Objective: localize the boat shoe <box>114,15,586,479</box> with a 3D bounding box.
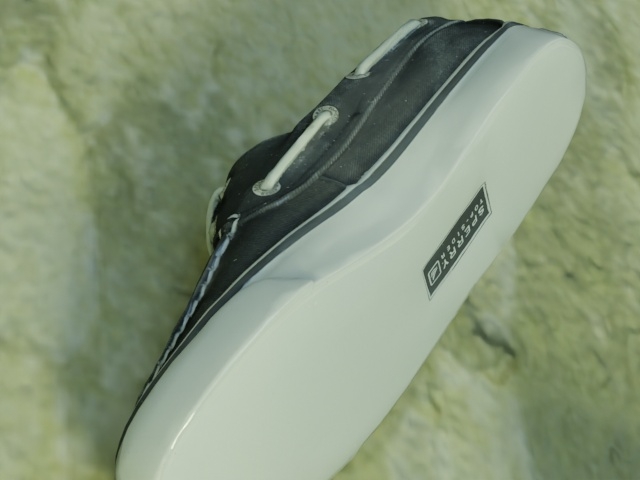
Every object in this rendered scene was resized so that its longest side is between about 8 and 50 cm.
[{"bbox_3d":[0.000,0.000,0.614,0.102,0.108,0.301,21,57,31],"label":"boat shoe"}]
